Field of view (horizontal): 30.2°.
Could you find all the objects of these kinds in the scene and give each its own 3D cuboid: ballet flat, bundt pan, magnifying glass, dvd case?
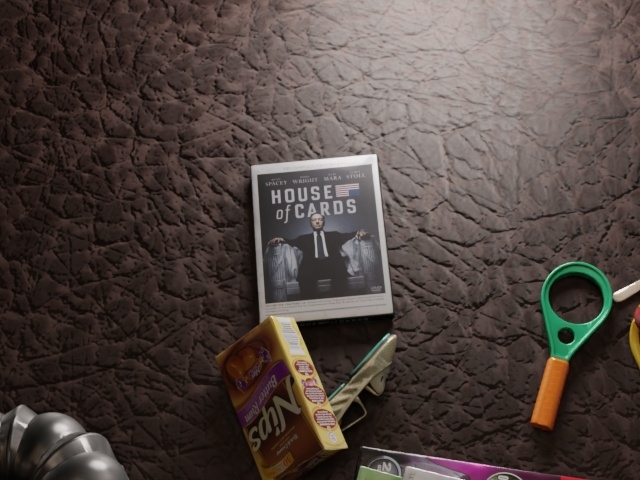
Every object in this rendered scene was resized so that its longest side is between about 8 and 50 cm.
[{"bbox_3d":[0.050,0.193,1.511,0.052,0.057,0.168,44,85,8],"label":"ballet flat"},{"bbox_3d":[-0.367,0.326,1.377,0.331,0.124,0.330,1,46,-1],"label":"bundt pan"},{"bbox_3d":[0.314,0.134,1.532,0.092,0.026,0.231,16,67,10],"label":"magnifying glass"},{"bbox_3d":[0.000,0.000,1.607,0.179,0.029,0.238,-5,67,1],"label":"dvd case"}]

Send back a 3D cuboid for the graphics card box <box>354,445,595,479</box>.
[{"bbox_3d":[0.210,0.385,1.391,0.371,0.094,0.232,8,68,8],"label":"graphics card box"}]

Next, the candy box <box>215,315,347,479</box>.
[{"bbox_3d":[-0.051,0.200,1.482,0.109,0.053,0.186,-38,64,29],"label":"candy box"}]

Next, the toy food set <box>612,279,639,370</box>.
[{"bbox_3d":[0.462,0.123,1.499,0.128,0.071,0.217,-19,66,-4],"label":"toy food set"}]

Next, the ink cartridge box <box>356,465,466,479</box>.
[{"bbox_3d":[0.131,0.322,1.338,0.209,0.062,0.109,13,69,10],"label":"ink cartridge box"}]
